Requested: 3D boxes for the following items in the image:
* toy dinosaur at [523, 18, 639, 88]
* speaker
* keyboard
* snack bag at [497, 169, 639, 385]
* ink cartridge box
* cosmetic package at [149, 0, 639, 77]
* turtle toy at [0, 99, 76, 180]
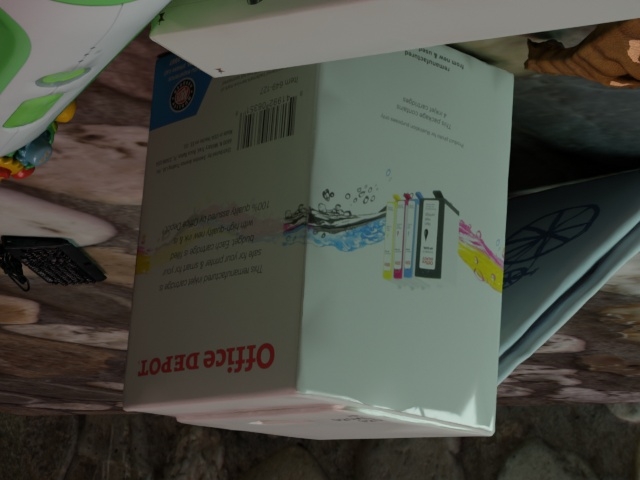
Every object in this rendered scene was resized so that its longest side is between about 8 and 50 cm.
[{"bbox_3d":[0.173,-0.109,0.801,0.112,0.064,0.211,7,166,-13],"label":"toy dinosaur"},{"bbox_3d":[-0.139,-0.120,0.656,0.131,0.131,0.296,8,166,-22],"label":"speaker"},{"bbox_3d":[-0.295,0.034,1.614,0.100,0.038,0.192,2,167,5],"label":"keyboard"},{"bbox_3d":[0.075,0.050,1.160,0.342,0.037,0.323,-11,-158,47],"label":"snack bag"},{"bbox_3d":[0.000,0.000,0.931,0.168,0.233,0.171,16,163,-39],"label":"ink cartridge box"},{"bbox_3d":[0.043,-0.136,0.632,0.239,0.099,0.060,-5,166,29],"label":"cosmetic package"},{"bbox_3d":[-0.229,-0.072,1.051,0.095,0.066,0.130,9,166,-24],"label":"turtle toy"}]
